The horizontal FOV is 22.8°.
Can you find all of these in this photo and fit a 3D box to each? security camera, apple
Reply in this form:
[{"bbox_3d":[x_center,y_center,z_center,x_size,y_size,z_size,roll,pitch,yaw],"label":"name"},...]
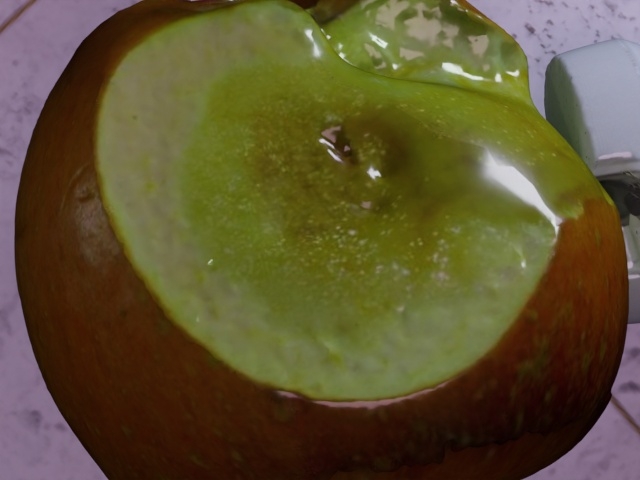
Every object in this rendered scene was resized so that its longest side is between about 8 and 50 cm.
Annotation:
[{"bbox_3d":[0.276,-0.051,1.035,0.236,0.194,0.194,-8,101,0],"label":"security camera"},{"bbox_3d":[0.000,0.000,0.970,0.384,0.374,0.374,-18,102,42],"label":"apple"}]
